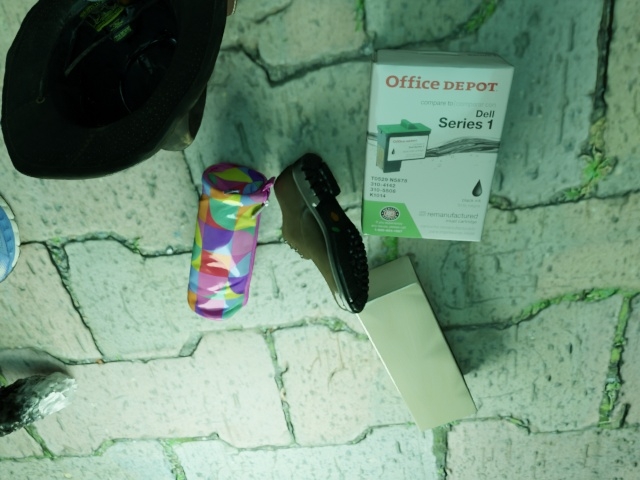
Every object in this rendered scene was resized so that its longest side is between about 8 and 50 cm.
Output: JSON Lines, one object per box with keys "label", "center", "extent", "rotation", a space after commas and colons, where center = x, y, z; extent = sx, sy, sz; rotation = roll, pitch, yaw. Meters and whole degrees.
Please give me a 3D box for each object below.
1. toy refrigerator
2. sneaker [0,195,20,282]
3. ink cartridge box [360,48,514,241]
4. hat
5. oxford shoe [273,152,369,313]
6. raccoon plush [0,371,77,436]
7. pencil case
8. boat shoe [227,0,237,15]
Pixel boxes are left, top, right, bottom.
{"label": "toy refrigerator", "center": [0.149, 0.165, 0.749], "extent": [0.102, 0.094, 0.270], "rotation": [-24, 113, 11]}
{"label": "sneaker", "center": [-0.580, -0.063, 0.680], "extent": [0.129, 0.147, 0.330], "rotation": [-15, 116, 14]}
{"label": "ink cartridge box", "center": [0.136, -0.119, 0.598], "extent": [0.160, 0.093, 0.220], "rotation": [3, 118, 5]}
{"label": "hat", "center": [-0.213, -0.185, 0.547], "extent": [0.331, 0.331, 0.134], "rotation": [-16, 154, 15]}
{"label": "oxford shoe", "center": [0.000, 0.000, 0.666], "extent": [0.096, 0.082, 0.227], "rotation": [-26, 83, 35]}
{"label": "raccoon plush", "center": [-0.725, 0.240, 0.884], "extent": [0.446, 0.216, 0.299], "rotation": [-23, 101, -14]}
{"label": "pencil case", "center": [-0.137, 0.004, 0.693], "extent": [0.104, 0.104, 0.236], "rotation": [16, 120, -2]}
{"label": "boat shoe", "center": [-0.097, -0.355, 0.514], "extent": [0.073, 0.073, 0.207], "rotation": [-14, 129, -29]}
